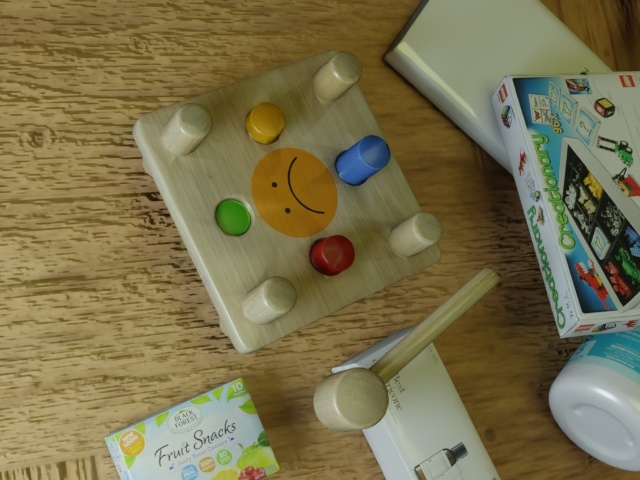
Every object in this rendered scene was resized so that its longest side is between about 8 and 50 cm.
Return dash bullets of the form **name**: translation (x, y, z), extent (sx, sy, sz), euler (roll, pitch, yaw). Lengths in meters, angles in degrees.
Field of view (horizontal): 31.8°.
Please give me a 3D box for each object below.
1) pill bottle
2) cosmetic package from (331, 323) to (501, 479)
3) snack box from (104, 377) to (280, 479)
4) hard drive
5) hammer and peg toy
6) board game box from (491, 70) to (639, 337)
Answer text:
- **pill bottle**: translation (0.387, 0.125, 1.293), extent (0.146, 0.146, 0.264), euler (49, 62, -9)
- **cosmetic package**: translation (0.114, 0.216, 1.182), extent (0.099, 0.060, 0.239), euler (-27, 91, -30)
- **snack box**: translation (-0.122, 0.204, 1.079), extent (0.141, 0.037, 0.100), euler (-22, 87, -29)
- **hard drive**: translation (0.242, -0.192, 1.356), extent (0.307, 0.040, 0.203), euler (40, 64, -13)
- **hammer and peg toy**: translation (0.000, 0.000, 1.132), extent (0.266, 0.127, 0.361), euler (-25, 86, -29)
- **board game box**: translation (0.320, -0.048, 1.249), extent (0.193, 0.053, 0.305), euler (-4, 65, -16)
